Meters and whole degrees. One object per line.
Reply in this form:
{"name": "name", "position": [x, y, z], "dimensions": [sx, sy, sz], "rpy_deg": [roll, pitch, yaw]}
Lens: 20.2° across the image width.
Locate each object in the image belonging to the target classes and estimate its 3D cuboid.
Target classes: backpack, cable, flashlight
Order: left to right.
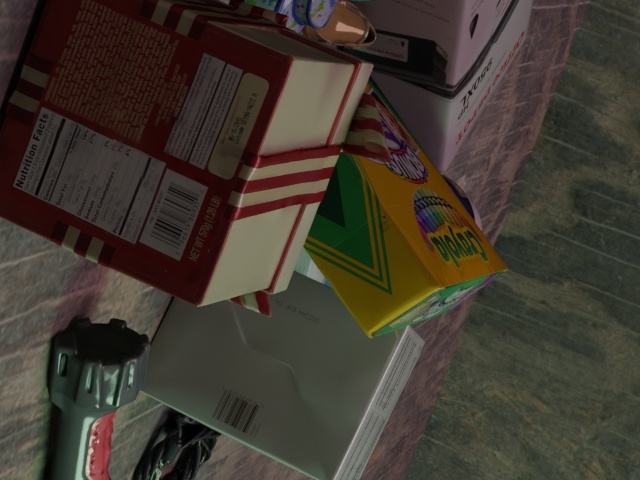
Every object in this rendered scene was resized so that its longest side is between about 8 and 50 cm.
{"name": "flashlight", "position": [-0.228, 0.217, 1.857], "dimensions": [0.103, 0.103, 0.304], "rpy_deg": [-46, 156, -51]}
{"name": "cable", "position": [-0.179, 0.289, 2.248], "dimensions": [0.150, 0.047, 0.184], "rpy_deg": [-65, 166, -3]}
{"name": "backpack", "position": [-0.027, -0.263, 1.864], "dimensions": [0.114, 0.084, 0.105], "rpy_deg": [-63, 163, -1]}

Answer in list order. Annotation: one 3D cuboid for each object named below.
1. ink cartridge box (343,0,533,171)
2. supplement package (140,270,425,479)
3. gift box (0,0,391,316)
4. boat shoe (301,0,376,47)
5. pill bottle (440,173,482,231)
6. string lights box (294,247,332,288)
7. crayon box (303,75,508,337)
{"name": "ink cartridge box", "position": [0.159, -0.325, 2.258], "dimensions": [0.285, 0.166, 0.395], "rpy_deg": [-57, 163, -32]}
{"name": "supplement package", "position": [-0.045, 0.143, 2.068], "dimensions": [0.204, 0.262, 0.145], "rpy_deg": [-64, 165, -5]}
{"name": "gift box", "position": [-0.102, -0.076, 1.540], "dimensions": [0.255, 0.276, 0.258], "rpy_deg": [-64, 167, 11]}
{"name": "boat shoe", "position": [0.023, -0.254, 2.074], "dimensions": [0.068, 0.072, 0.190], "rpy_deg": [-69, 165, 11]}
{"name": "pill bottle", "position": [0.113, -0.019, 2.302], "dimensions": [0.153, 0.153, 0.264], "rpy_deg": [-68, 160, 5]}
{"name": "string lights box", "position": [0.000, 0.000, 2.374], "dimensions": [0.259, 0.076, 0.133], "rpy_deg": [-42, 152, -58]}
{"name": "crayon box", "position": [0.050, -0.059, 1.985], "dimensions": [0.106, 0.313, 0.363], "rpy_deg": [-38, 172, 15]}
